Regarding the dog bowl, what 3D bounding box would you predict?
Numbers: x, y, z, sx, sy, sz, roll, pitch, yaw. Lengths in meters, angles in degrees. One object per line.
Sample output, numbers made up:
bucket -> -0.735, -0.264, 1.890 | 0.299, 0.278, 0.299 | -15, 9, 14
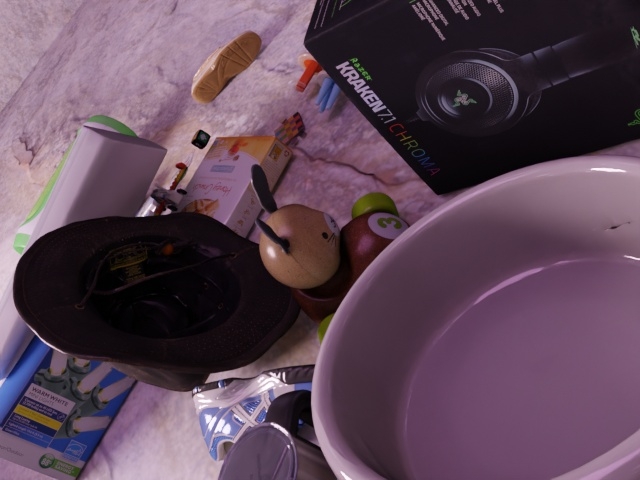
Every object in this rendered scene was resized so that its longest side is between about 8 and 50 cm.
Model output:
dog bowl -> 0.144, 0.076, 0.473 | 0.349, 0.102, 0.349 | -30, 28, 18

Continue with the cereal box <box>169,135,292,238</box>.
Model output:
cereal box -> -0.157, -0.045, 0.998 | 0.173, 0.047, 0.240 | 9, 65, 50

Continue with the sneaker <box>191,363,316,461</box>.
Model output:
sneaker -> -0.036, 0.170, 0.680 | 0.211, 0.080, 0.081 | -20, 72, 32

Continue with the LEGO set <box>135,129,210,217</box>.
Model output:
LEGO set -> -0.261, -0.070, 1.069 | 0.244, 0.060, 0.182 | -44, 27, 29

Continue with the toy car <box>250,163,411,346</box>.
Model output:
toy car -> 0.000, 0.000, 0.678 | 0.149, 0.188, 0.155 | -36, 39, 19

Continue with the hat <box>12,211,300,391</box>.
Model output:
hat -> -0.189, 0.091, 0.792 | 0.331, 0.331, 0.134 | -127, 39, -53

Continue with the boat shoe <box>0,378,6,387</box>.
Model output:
boat shoe -> -0.476, 0.201, 1.109 | 0.083, 0.065, 0.183 | -34, 46, 19

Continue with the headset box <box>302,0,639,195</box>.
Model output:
headset box -> 0.176, -0.190, 0.615 | 0.283, 0.246, 0.131 | -14, 49, 37

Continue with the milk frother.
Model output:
milk frother -> -0.034, 0.212, 0.575 | 0.143, 0.135, 0.129 | -35, 38, 20

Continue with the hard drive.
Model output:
hard drive -> -0.347, 0.012, 0.961 | 0.353, 0.047, 0.233 | -62, -3, 6

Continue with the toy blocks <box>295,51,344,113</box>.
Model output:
toy blocks -> 0.005, -0.251, 1.005 | 0.123, 0.054, 0.148 | 3, 61, 46

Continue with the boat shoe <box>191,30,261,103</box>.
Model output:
boat shoe -> -0.183, -0.334, 1.264 | 0.170, 0.063, 0.059 | -40, 44, 15

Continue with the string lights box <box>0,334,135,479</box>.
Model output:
string lights box -> -0.328, 0.175, 0.913 | 0.077, 0.133, 0.259 | 12, 68, 52

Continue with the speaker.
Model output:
speaker -> -0.457, -0.090, 1.284 | 0.131, 0.131, 0.296 | -3, 57, 45

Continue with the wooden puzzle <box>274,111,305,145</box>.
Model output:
wooden puzzle -> -0.047, -0.166, 1.025 | 0.049, 0.006, 0.083 | -37, 39, 17
